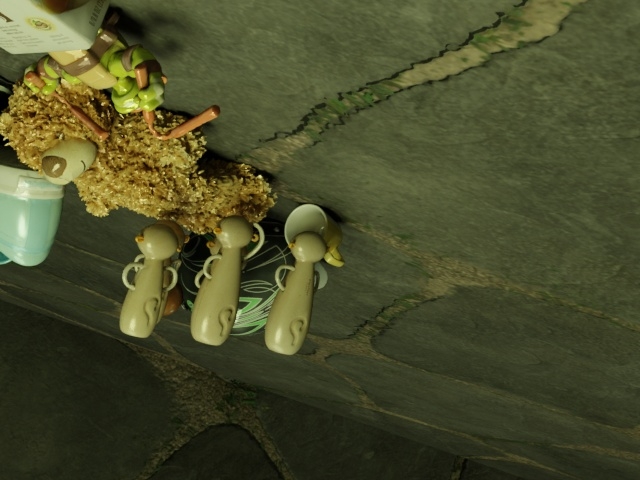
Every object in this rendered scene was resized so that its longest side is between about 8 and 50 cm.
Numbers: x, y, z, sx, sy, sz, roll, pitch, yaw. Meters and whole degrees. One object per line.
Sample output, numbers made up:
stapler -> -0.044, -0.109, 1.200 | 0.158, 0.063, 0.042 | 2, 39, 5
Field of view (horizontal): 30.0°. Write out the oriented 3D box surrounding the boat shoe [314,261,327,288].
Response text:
boat shoe -> -0.056, 0.030, 1.759 | 0.142, 0.049, 0.040 | 25, 176, -11

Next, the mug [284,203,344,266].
mug -> -0.003, -0.002, 1.515 | 0.062, 0.078, 0.064 | -11, 163, 27

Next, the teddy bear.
teddy bear -> -0.211, -0.079, 1.389 | 0.245, 0.113, 0.338 | 6, 162, 31

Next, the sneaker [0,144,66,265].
sneaker -> -0.449, -0.050, 1.577 | 0.135, 0.150, 0.366 | 6, -173, -32

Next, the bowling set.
bowling set -> -0.155, 0.032, 1.434 | 0.287, 0.154, 0.200 | 12, -177, -45

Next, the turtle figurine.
turtle figurine -> -0.213, -0.176, 1.069 | 0.269, 0.087, 0.217 | 14, 161, 49

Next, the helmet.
helmet -> -0.101, 0.050, 1.639 | 0.162, 0.169, 0.169 | 15, 167, 35

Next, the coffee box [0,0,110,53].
coffee box -> -0.236, -0.238, 0.748 | 0.098, 0.141, 0.246 | 6, 162, 41

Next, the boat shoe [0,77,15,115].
boat shoe -> -0.366, -0.158, 1.394 | 0.042, 0.049, 0.133 | -2, 159, 42
